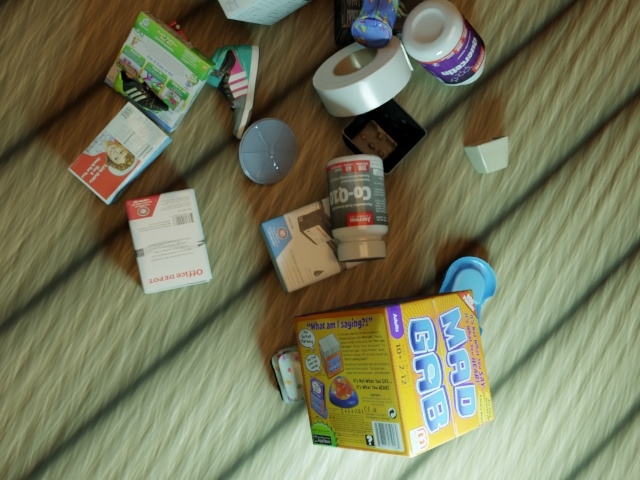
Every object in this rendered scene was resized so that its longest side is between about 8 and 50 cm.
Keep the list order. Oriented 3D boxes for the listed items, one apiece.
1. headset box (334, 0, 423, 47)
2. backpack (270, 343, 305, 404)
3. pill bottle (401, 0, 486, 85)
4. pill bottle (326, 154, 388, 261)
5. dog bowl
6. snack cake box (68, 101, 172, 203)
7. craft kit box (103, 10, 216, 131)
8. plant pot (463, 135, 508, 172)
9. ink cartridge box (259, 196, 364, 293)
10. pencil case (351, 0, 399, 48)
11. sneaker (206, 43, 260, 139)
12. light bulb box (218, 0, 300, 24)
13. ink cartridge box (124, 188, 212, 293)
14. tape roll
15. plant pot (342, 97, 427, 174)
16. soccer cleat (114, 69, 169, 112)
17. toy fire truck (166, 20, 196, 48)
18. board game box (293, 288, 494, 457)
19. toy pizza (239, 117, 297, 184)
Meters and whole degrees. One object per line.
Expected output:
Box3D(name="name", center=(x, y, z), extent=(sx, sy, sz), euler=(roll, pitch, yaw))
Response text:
Box3D(name="headset box", center=(0.191, -0.750, 1.990), extent=(0.283, 0.131, 0.246), euler=(0, 84, -8))
Box3D(name="backpack", center=(-0.038, 0.378, 1.847), extent=(0.188, 0.144, 0.166), euler=(-16, 82, -12))
Box3D(name="pill bottle", center=(0.386, -0.581, 1.903), extent=(0.181, 0.323, 0.181), euler=(-5, 81, 32))
Box3D(name="pill bottle", center=(0.106, -0.086, 1.769), extent=(0.161, 0.161, 0.283), euler=(-4, 84, -9))
Box3D(name="dog bowl", center=(0.435, 0.197, 1.967), extent=(0.166, 0.074, 0.297), euler=(20, 82, -6))
Box3D(name="snack cake box", center=(-0.578, -0.251, 1.835), extent=(0.152, 0.089, 0.264), euler=(42, 89, -5))
Box3D(name="craft kit box", center=(-0.471, -0.490, 1.845), extent=(0.250, 0.061, 0.246), euler=(38, 118, -4))
Box3D(name="plant pot", center=(0.537, -0.270, 2.013), extent=(0.109, 0.109, 0.096), euler=(-19, 100, -10))
Box3D(name="ink cartridge box", center=(0.000, 0.000, 1.892), extent=(0.307, 0.129, 0.223), euler=(-21, 88, -10))
Box3D(name="pencil case", center=(0.177, -0.711, 1.828), extent=(0.119, 0.133, 0.306), euler=(9, 70, 16))
Box3D(name="sneaker", center=(-0.285, -0.457, 1.896), extent=(0.178, 0.124, 0.295), euler=(7, 80, -10))
Box3D(name="light bulb box", center=(-0.099, -0.796, 1.766), extent=(0.361, 0.358, 0.225), euler=(-25, 98, 20))
Box3D(name="ink cartridge box", center=(-0.437, 0.006, 1.835), extent=(0.197, 0.114, 0.272), euler=(-11, 86, -10))
Box3D(name="tape roll", center=(0.123, -0.492, 1.876), extent=(0.286, 0.286, 0.100), euler=(-39, 124, -10))
Box3D(name="plant pot", center=(0.179, -0.310, 1.929), extent=(0.188, 0.167, 0.187), euler=(44, 81, -2))
Box3D(name="soccer cleat", center=(-0.514, -0.427, 1.819), extent=(0.179, 0.060, 0.072), euler=(29, 120, 4))
Box3D(name="toy fire truck", center=(-0.442, -0.555, 1.921), extent=(0.135, 0.047, 0.192), euler=(-34, 90, -9))
Box3D(name="board game box", center=(0.195, 0.342, 1.709), extent=(0.356, 0.356, 0.356), euler=(-6, 85, -42))
Box3D(name="toy pizza", center=(-0.159, -0.269, 1.910), extent=(0.201, 0.032, 0.201), euler=(-11, 110, -32))
